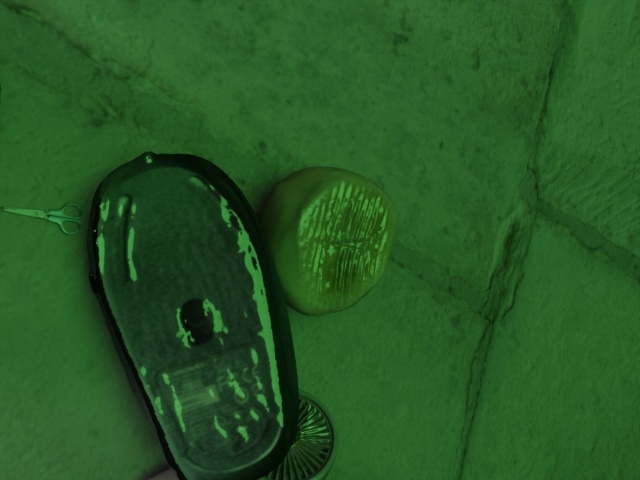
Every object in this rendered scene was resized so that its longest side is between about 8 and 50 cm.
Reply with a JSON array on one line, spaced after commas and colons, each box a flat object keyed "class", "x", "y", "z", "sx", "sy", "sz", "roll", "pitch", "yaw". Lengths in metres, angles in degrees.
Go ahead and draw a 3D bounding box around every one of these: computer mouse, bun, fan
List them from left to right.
[{"class": "computer mouse", "x": -0.138, "y": 0.087, "z": 0.714, "sx": 0.203, "sy": 0.114, "sz": 0.374, "roll": -14, "pitch": 91, "yaw": -7}, {"class": "fan", "x": -0.093, "y": 0.266, "z": 0.754, "sx": 0.244, "sy": 0.074, "sz": 0.130, "roll": -20, "pitch": 56, "yaw": -25}, {"class": "bun", "x": 0.000, "y": 0.000, "z": 0.834, "sx": 0.178, "sy": 0.128, "sz": 0.193, "roll": 12, "pitch": 90, "yaw": -35}]

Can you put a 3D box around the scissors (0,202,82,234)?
[{"class": "scissors", "x": -0.301, "y": -0.028, "z": 0.687, "sx": 0.083, "sy": 0.006, "sz": 0.036, "roll": 9, "pitch": 82, "yaw": -35}]
